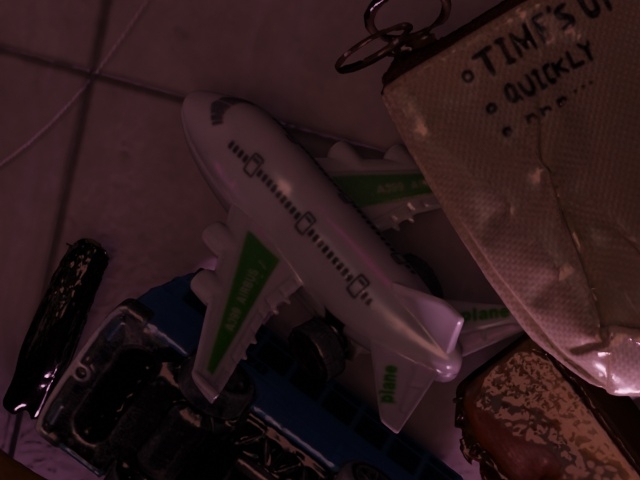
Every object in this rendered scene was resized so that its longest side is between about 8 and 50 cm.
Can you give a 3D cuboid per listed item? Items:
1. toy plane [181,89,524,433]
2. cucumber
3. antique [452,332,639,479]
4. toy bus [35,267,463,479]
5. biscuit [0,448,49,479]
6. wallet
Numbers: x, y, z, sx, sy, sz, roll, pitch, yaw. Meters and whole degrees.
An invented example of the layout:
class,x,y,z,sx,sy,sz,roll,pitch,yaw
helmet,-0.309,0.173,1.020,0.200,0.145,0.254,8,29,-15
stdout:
class,x,y,z,sx,sy,sz,roll,pitch,yaw
toy plane,0.000,0.003,1.149,0.251,0.101,0.255,-33,61,-25
cucumber,-0.170,0.057,1.246,0.033,0.034,0.135,25,103,5
antique,0.191,0.191,1.145,0.093,0.087,0.310,-36,88,17
toy bus,-0.040,0.129,1.169,0.234,0.133,0.116,38,112,2
biscuit,-0.112,0.248,1.156,0.432,0.064,0.283,29,139,13
wallet,0.209,-0.069,1.074,0.335,0.068,0.275,-27,81,2
